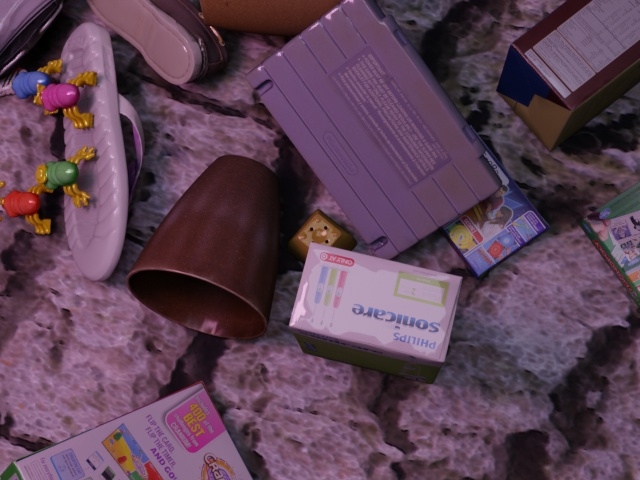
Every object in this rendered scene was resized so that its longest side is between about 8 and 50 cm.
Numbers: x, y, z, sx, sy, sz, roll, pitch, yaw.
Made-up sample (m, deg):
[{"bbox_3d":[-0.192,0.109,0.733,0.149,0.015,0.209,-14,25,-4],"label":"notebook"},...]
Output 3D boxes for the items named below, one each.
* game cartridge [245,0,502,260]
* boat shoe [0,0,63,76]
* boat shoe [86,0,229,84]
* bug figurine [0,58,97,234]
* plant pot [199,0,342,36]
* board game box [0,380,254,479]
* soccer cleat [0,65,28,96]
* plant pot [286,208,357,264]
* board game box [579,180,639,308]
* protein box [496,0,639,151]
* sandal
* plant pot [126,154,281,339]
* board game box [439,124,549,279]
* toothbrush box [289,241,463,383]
[{"bbox_3d":[0.082,-0.167,1.599,0.230,0.068,0.355,-34,97,18],"label":"game cartridge"},{"bbox_3d":[-0.462,-0.390,1.700,0.121,0.119,0.335,40,83,10],"label":"boat shoe"},{"bbox_3d":[-0.274,-0.376,1.734,0.324,0.117,0.096,46,40,19],"label":"boat shoe"},{"bbox_3d":[-0.422,-0.154,1.649,0.216,0.072,0.279,-5,80,47],"label":"bug figurine"},{"bbox_3d":[-0.063,-0.410,1.650,0.254,0.237,0.237,-10,77,-3],"label":"plant pot"},{"bbox_3d":[-0.243,0.360,1.496,0.316,0.064,0.242,-18,73,-42],"label":"board game box"},{"bbox_3d":[-0.507,-0.248,1.753,0.083,0.029,0.036,-36,74,-10],"label":"soccer cleat"},{"bbox_3d":[0.000,0.000,1.645,0.081,0.083,0.081,39,82,11],"label":"plant pot"},{"bbox_3d":[0.585,-0.029,1.640,0.317,0.046,0.213,-32,79,-4],"label":"board game box"},{"bbox_3d":[0.392,-0.269,1.623,0.201,0.200,0.136,-38,79,-5],"label":"protein box"},{"bbox_3d":[-0.324,-0.144,1.679,0.102,0.169,0.416,4,74,-37],"label":"sandal"},{"bbox_3d":[-0.146,-0.004,1.606,0.215,0.215,0.230,16,65,6],"label":"plant pot"},{"bbox_3d":[0.237,-0.060,1.670,0.136,0.035,0.201,-34,78,-4],"label":"board game box"},{"bbox_3d":[0.078,0.109,1.516,0.206,0.283,0.122,13,79,6],"label":"toothbrush box"}]
